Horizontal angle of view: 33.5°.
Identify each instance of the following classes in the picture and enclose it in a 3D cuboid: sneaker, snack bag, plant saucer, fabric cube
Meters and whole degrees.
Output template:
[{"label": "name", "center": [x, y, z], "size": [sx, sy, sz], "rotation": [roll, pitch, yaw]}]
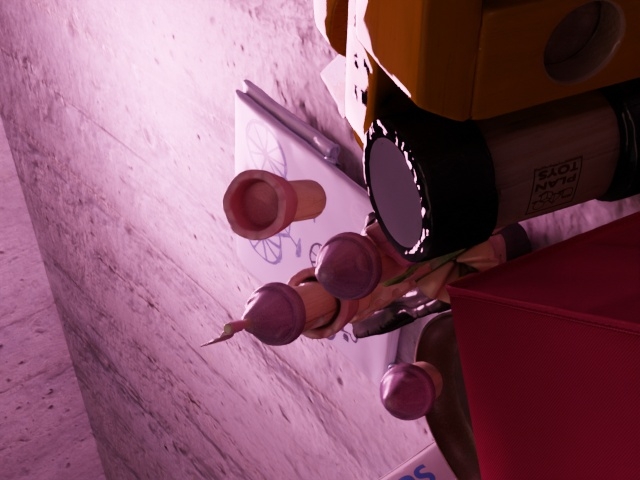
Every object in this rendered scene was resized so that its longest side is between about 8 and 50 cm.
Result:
[{"label": "sneaker", "center": [0.102, 0.018, 1.121], "size": [0.286, 0.109, 0.130], "rotation": [-27, 82, 53]}, {"label": "snack bag", "center": [0.000, 0.000, 1.380], "size": [0.342, 0.037, 0.323], "rotation": [40, 145, 31]}, {"label": "plant saucer", "center": [0.218, 0.209, 1.154], "size": [0.310, 0.050, 0.311], "rotation": [42, 145, 39]}, {"label": "fabric cube", "center": [0.276, 0.129, 0.723], "size": [0.254, 0.259, 0.258], "rotation": [9, 113, 60]}]

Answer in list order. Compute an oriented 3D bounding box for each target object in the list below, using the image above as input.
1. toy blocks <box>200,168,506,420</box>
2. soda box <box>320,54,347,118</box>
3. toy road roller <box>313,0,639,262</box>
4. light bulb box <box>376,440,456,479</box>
[{"label": "toy blocks", "center": [0.078, 0.018, 0.891], "size": [0.288, 0.260, 0.309], "rotation": [-33, 81, 23]}, {"label": "soda box", "center": [0.069, -0.186, 1.064], "size": [0.058, 0.063, 0.183], "rotation": [64, 153, 2]}, {"label": "toy road roller", "center": [0.099, -0.167, 0.658], "size": [0.330, 0.202, 0.241], "rotation": [91, 155, -44]}, {"label": "light bulb box", "center": [0.148, 0.512, 1.351], "size": [0.361, 0.225, 0.358], "rotation": [50, 151, 25]}]
